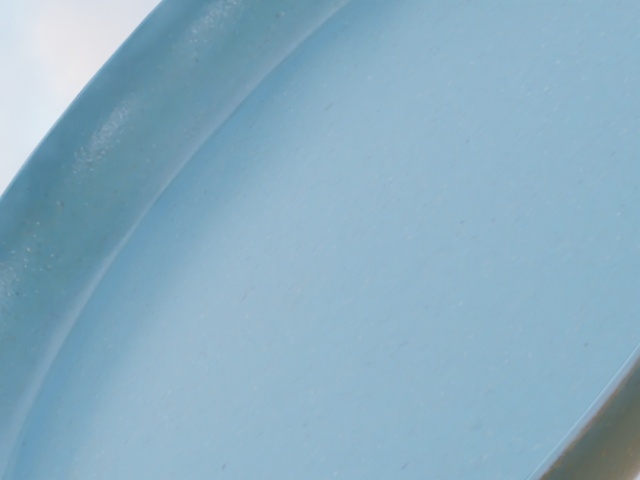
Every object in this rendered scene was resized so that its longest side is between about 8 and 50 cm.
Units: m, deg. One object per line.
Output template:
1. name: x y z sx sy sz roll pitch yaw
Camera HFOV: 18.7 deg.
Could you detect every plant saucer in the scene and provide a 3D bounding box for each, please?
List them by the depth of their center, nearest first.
1. plant saucer: 0.000 0.000 0.458 0.317 0.044 0.317 -38 27 23
